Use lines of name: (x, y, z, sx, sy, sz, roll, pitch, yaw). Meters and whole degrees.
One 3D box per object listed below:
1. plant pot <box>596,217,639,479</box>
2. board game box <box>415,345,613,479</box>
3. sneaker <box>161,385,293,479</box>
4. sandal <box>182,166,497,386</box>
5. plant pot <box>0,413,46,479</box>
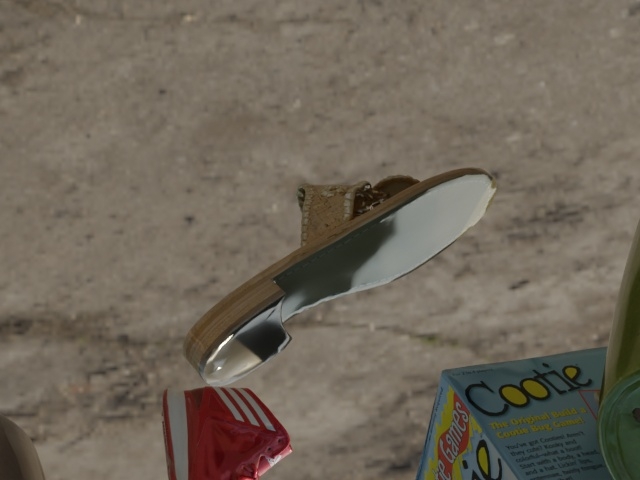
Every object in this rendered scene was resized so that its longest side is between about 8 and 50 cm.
plant pot: (0.281, 0.037, 0.712, 0.275, 0.293, 0.274, 24, 136, 25)
board game box: (0.184, 0.210, 0.806, 0.144, 0.275, 0.142, -5, 125, -22)
sneaker: (-0.083, 0.244, 1.261, 0.128, 0.221, 0.087, -7, 163, -9)
sandal: (0.000, -0.004, 0.825, 0.240, 0.079, 0.088, -32, 150, -22)
plant pot: (-0.207, 0.201, 0.599, 0.263, 0.229, 0.263, -6, 147, -4)
